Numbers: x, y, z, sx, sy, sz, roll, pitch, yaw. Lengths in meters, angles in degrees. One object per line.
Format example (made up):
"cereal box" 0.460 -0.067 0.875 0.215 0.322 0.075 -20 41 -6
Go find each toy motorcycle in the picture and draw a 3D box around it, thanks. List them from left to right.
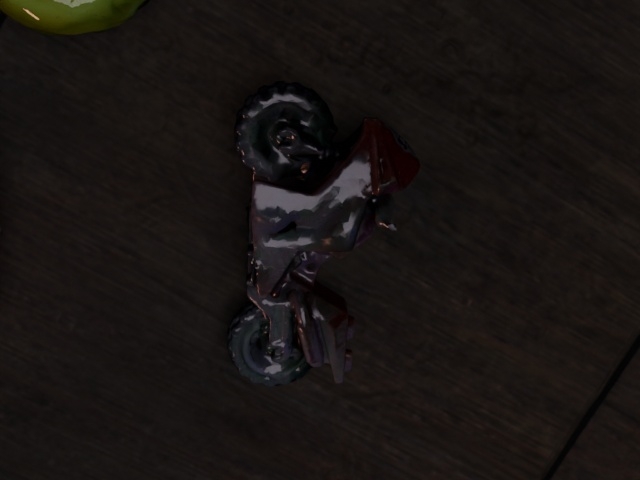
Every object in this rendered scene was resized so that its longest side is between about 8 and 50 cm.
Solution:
"toy motorcycle" 0.000 0.000 0.843 0.123 0.082 0.213 4 110 -1

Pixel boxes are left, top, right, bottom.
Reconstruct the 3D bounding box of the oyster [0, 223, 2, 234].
"oyster" -0.298 -0.033 0.776 0.198 0.092 0.259 -22 103 -9

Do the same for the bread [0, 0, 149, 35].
"bread" -0.153 -0.196 0.772 0.130 0.071 0.139 -32 100 1
